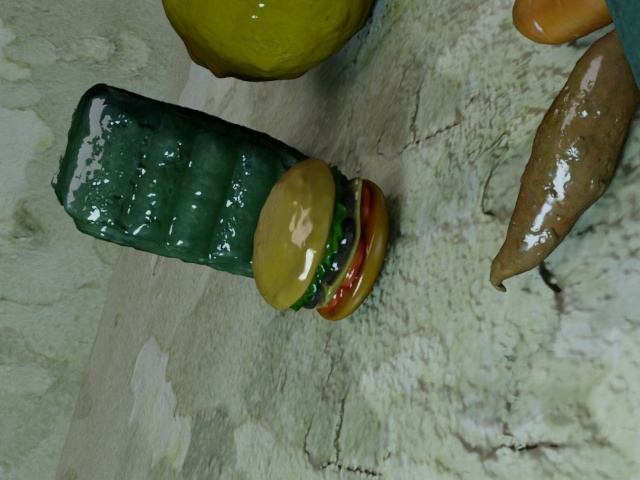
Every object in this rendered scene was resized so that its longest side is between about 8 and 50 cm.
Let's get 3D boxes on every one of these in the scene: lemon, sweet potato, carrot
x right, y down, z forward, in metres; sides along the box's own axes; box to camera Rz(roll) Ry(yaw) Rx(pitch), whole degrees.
[{"bbox_3d":[-0.070,-0.330,1.226,0.316,0.285,0.285,2,73,37],"label":"lemon"},{"bbox_3d":[0.165,-0.048,0.670,0.068,0.060,0.206,-28,-34,-62],"label":"sweet potato"},{"bbox_3d":[0.216,-0.193,0.656,0.062,0.066,0.271,61,150,0],"label":"carrot"}]

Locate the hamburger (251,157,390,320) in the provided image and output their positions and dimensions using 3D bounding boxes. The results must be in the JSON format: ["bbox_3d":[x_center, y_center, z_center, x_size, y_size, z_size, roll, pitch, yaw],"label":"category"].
[{"bbox_3d":[0.000,0.000,0.983,0.162,0.115,0.162,-165,90,-71],"label":"hamburger"}]

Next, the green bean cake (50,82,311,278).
[{"bbox_3d":[-0.169,-0.078,1.235,0.169,0.300,0.308,-70,20,8],"label":"green bean cake"}]

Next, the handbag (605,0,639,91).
[{"bbox_3d":[0.238,-0.120,0.296,0.326,0.089,0.238,-21,86,53],"label":"handbag"}]
